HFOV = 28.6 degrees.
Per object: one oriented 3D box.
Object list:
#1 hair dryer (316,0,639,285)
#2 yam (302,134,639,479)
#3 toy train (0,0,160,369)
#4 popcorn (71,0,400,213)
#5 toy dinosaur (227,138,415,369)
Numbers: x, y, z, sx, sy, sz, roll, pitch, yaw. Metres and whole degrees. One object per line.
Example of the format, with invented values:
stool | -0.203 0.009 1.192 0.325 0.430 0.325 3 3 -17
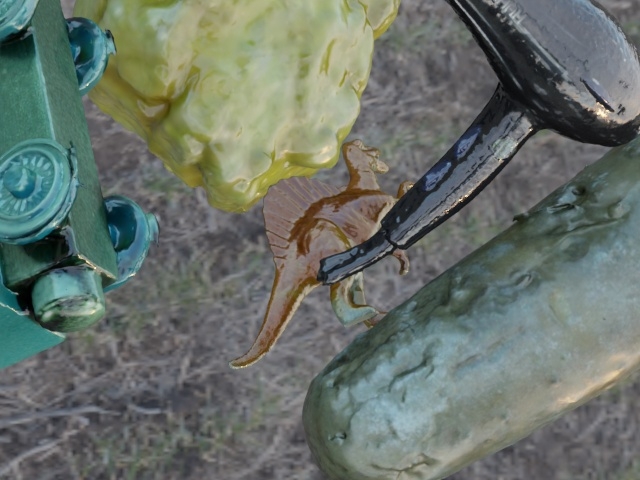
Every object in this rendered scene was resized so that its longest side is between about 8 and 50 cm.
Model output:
hair dryer | 0.065 -0.055 0.682 0.195 0.219 0.075 29 20 -44
yam | 0.134 0.047 0.796 0.330 0.133 0.133 -31 108 -11
toy train | -0.231 -0.057 0.849 0.120 0.194 0.298 43 26 -57
popcorn | -0.075 -0.202 1.292 0.334 0.292 0.293 0 55 -56
toy dinosaur | 0.001 -0.001 0.893 0.212 0.057 0.142 -14 71 -42
